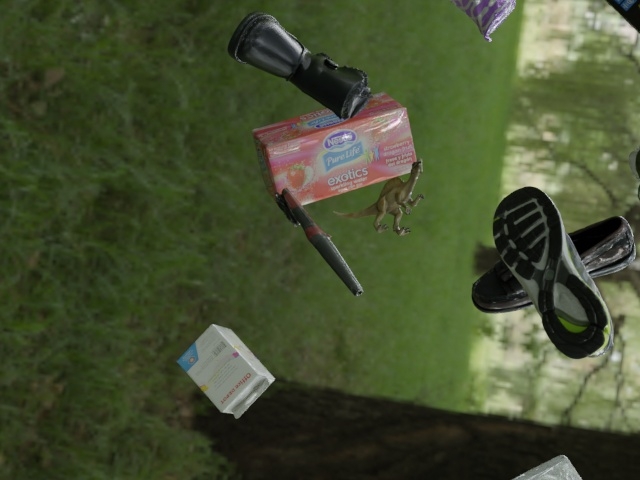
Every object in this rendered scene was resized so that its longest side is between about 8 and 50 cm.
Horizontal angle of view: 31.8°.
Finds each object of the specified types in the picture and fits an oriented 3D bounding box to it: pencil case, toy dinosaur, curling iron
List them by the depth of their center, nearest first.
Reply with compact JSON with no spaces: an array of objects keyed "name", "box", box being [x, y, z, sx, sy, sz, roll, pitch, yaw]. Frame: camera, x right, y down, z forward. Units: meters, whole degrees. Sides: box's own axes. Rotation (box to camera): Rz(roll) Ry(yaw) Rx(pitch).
[{"name":"toy dinosaur","box":[0.105,-0.052,1.738,0.053,0.183,0.092,25,42,-39]},{"name":"curling iron","box":[0.000,0.000,1.937,0.035,0.274,0.068,-36,141,-6]},{"name":"pencil case","box":[0.250,-0.454,2.012,0.088,0.206,0.086,-52,166,18]}]

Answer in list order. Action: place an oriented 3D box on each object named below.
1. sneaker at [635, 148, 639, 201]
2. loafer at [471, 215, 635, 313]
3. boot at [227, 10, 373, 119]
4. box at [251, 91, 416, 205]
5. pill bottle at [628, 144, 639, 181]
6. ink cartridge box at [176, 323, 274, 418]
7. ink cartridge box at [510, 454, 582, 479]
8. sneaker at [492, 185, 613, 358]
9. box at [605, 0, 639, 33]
[{"name":"sneaker","box":[0.347,-0.064,1.120,0.192,0.086,0.064,-153,-138,-73]},{"name":"loafer","box":[0.403,0.033,1.977,0.095,0.302,0.109,67,3,-48]},{"name":"boot","box":[-0.025,-0.296,1.930,0.094,0.207,0.246,-60,163,10]},{"name":"box","box":[0.028,-0.185,2.300,0.154,0.300,0.142,-126,-159,-65]},{"name":"pill bottle","box":[0.651,-0.178,1.981,0.215,0.117,0.117,-34,151,-14]},{"name":"ink cartridge box","box":[-0.155,0.228,1.923,0.092,0.143,0.090,-46,161,5]},{"name":"ink cartridge box","box":[0.301,0.541,1.656,0.285,0.166,0.395,58,-30,24]},{"name":"sneaker","box":[0.351,0.054,1.695,0.121,0.111,0.300,36,31,-58]},{"name":"box","box":[0.497,-0.290,1.563,0.322,0.079,0.257,24,29,-45]}]
